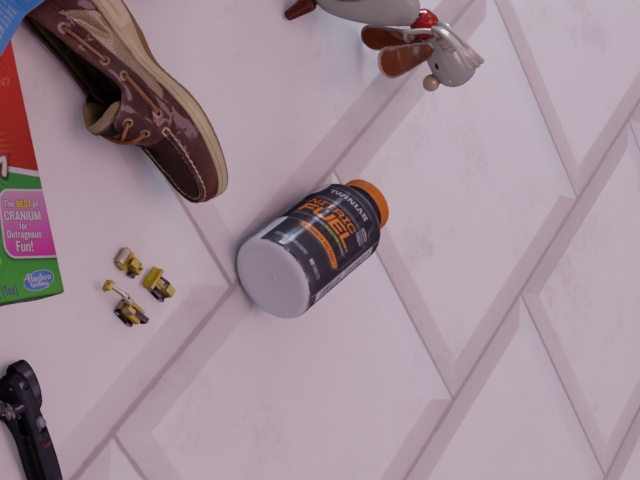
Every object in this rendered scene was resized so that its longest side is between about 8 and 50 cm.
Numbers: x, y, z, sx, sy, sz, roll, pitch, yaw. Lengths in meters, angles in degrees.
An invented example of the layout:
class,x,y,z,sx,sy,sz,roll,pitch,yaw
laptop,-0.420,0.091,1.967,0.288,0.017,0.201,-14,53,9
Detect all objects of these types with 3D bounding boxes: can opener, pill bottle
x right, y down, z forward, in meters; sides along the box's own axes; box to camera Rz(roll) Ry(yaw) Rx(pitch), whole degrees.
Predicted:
class,x,y,z,sx,sy,sz,roll,pitch,yaw
can opener,-0.336,0.235,1.473,0.073,0.059,0.186,-30,110,-46
pill bottle,0.000,0.000,1.815,0.245,0.130,0.130,-39,117,-43

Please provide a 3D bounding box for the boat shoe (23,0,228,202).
class,x,y,z,sx,sy,sz,roll,pitch,yaw
boat shoe,-0.246,-0.169,1.555,0.123,0.123,0.342,-47,119,-29

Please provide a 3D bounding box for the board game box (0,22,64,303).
class,x,y,z,sx,sy,sz,roll,pitch,yaw
board game box,-0.420,-0.076,1.344,0.242,0.064,0.317,-10,87,-49

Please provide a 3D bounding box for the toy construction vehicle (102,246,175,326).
class,x,y,z,sx,sy,sz,roll,pitch,yaw
toy construction vehicle,-0.233,0.062,1.616,0.098,0.035,0.086,54,52,-33

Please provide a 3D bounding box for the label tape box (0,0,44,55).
class,x,y,z,sx,sy,sz,roll,pitch,yaw
label tape box,-0.337,-0.411,1.379,0.240,0.106,0.334,44,52,-37

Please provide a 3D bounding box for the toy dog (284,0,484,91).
class,x,y,z,sx,sy,sz,roll,pitch,yaw
toy dog,0.079,-0.324,1.887,0.333,0.161,0.220,44,11,-5
